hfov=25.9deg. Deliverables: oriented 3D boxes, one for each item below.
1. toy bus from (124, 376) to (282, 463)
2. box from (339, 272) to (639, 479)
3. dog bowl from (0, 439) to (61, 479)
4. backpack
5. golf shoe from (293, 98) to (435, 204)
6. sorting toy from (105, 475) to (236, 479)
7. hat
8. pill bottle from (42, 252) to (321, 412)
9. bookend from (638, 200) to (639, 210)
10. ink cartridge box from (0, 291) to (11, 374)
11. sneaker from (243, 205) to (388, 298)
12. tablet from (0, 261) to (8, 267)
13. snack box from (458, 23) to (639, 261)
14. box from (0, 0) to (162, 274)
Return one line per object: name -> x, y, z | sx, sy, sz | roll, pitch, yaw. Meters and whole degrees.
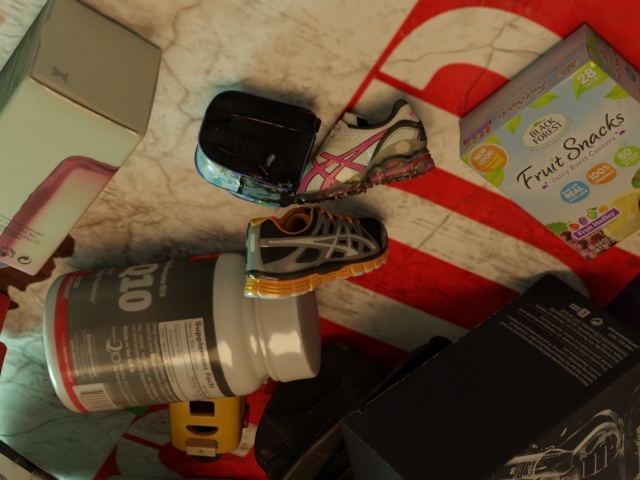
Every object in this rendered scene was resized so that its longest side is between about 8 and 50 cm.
toy bus -> -0.140, 0.213, 1.698 | 0.191, 0.104, 0.202 | -34, 122, 29
box -> 0.220, 0.274, 1.584 | 0.312, 0.179, 0.343 | -33, 134, -19
dog bowl -> -0.324, 0.378, 1.676 | 0.408, 0.150, 0.408 | 32, 165, 10
backpack -> -0.069, -0.091, 1.416 | 0.114, 0.105, 0.084 | 19, 152, -2
golf shoe -> 0.032, -0.089, 1.449 | 0.186, 0.067, 0.086 | -17, 88, 32
sorting toy -> -0.197, 0.400, 1.924 | 0.193, 0.038, 0.208 | 2, 128, 1
hat -> 0.015, 0.215, 1.659 | 0.134, 0.331, 0.331 | 42, 138, 25
pill bottle -> -0.150, 0.099, 1.556 | 0.283, 0.161, 0.161 | -8, 132, 9
bookend -> 0.421, 0.014, 1.428 | 0.157, 0.072, 0.156 | -15, 138, 12
ink cartridge box -> -0.440, 0.093, 1.583 | 0.078, 0.134, 0.231 | -35, 123, 29
sneaker -> 0.000, 0.000, 1.455 | 0.084, 0.215, 0.083 | -2, 101, 37
tablet -> -0.365, 0.009, 1.589 | 0.083, 0.006, 0.054 | -13, 130, 13
snack box -> 0.272, -0.094, 1.417 | 0.207, 0.070, 0.174 | 35, 125, -25
box -> -0.274, -0.103, 1.384 | 0.126, 0.149, 0.232 | 28, 128, -22
